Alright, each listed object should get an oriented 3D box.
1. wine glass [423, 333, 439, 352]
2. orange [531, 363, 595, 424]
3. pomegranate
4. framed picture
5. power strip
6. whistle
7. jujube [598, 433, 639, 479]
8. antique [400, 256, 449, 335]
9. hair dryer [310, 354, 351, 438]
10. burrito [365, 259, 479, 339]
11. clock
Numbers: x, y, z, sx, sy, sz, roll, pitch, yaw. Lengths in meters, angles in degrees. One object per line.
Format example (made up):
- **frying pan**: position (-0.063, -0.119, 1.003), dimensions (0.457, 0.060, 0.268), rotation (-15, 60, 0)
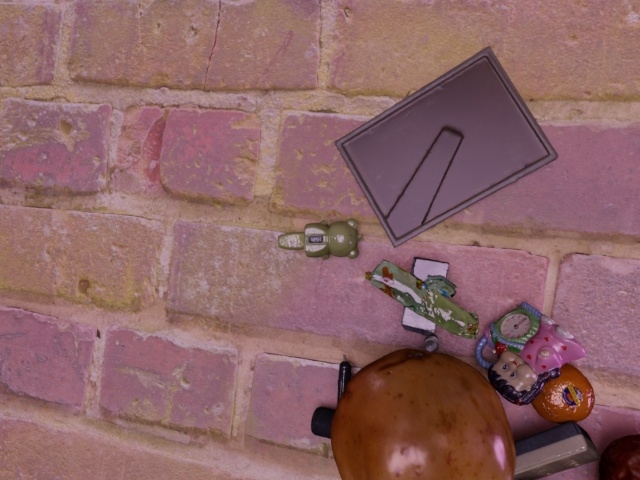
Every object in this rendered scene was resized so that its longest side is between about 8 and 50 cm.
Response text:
- **wine glass**: position (0.273, 0.247, 1.108), dimensions (0.039, 0.083, 0.042), rotation (19, 95, 19)
- **orange**: position (0.535, 0.342, 1.024), dimensions (0.136, 0.117, 0.135), rotation (0, 84, -3)
- **pomegranate**: position (0.220, 0.445, 0.975), dimensions (0.411, 0.410, 0.409), rotation (0, 89, 14)
- **framed picture**: position (0.301, -0.227, 1.141), dimensions (0.447, 0.028, 0.325), rotation (-29, 82, 12)
- **power strip**: position (0.473, 0.489, 1.015), dimensions (0.257, 0.105, 0.070), rotation (-33, 40, 24)
- **whistle**: position (0.000, 0.000, 1.181), dimensions (0.228, 0.085, 0.105), rotation (-3, 88, 13)
- **jujube**: position (0.673, 0.512, 0.927), dimensions (0.213, 0.213, 0.232), rotation (4, 113, 14)
- **antique**: position (0.255, 0.136, 1.112), dimensions (0.086, 0.088, 0.182), rotation (11, 91, 15)
- **hair dryer**: position (0.047, 0.398, 1.158), dimensions (0.125, 0.071, 0.218), rotation (5, 91, 21)
- **burrito**: position (0.244, 0.122, 1.045), dimensions (0.288, 0.054, 0.104), rotation (32, 95, 15)
- **clock**: position (0.448, 0.253, 1.017), dimensions (0.195, 0.194, 0.100), rotation (-44, 120, 2)
